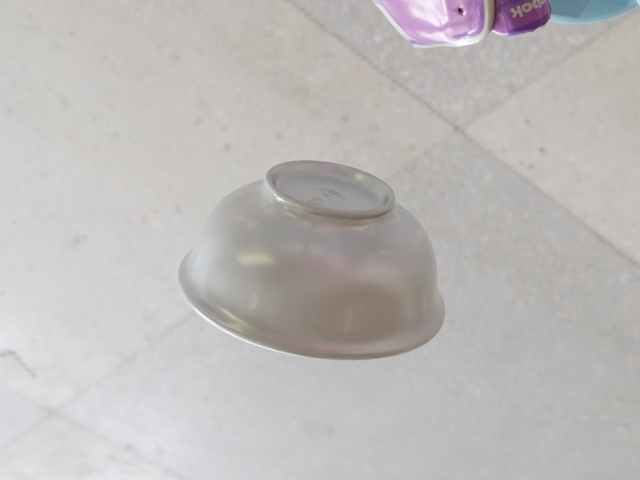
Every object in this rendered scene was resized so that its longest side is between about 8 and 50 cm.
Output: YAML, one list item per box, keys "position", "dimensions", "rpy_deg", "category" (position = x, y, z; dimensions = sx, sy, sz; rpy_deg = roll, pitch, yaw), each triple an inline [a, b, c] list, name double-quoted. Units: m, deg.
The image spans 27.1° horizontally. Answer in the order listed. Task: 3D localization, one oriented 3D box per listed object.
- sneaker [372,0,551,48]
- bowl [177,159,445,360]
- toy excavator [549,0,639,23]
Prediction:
- position: [0.096, -0.198, 0.682]
  dimensions: [0.161, 0.102, 0.282]
  rpy_deg: [57, 153, 6]
  category: "sneaker"
- position: [0.000, 0.000, 1.435]
  dimensions: [0.298, 0.298, 0.134]
  rpy_deg: [8, 113, -3]
  category: "bowl"
- position: [0.185, -0.341, 1.339]
  dimensions: [0.445, 0.222, 0.433]
  rpy_deg: [-32, 123, 28]
  category: "toy excavator"
